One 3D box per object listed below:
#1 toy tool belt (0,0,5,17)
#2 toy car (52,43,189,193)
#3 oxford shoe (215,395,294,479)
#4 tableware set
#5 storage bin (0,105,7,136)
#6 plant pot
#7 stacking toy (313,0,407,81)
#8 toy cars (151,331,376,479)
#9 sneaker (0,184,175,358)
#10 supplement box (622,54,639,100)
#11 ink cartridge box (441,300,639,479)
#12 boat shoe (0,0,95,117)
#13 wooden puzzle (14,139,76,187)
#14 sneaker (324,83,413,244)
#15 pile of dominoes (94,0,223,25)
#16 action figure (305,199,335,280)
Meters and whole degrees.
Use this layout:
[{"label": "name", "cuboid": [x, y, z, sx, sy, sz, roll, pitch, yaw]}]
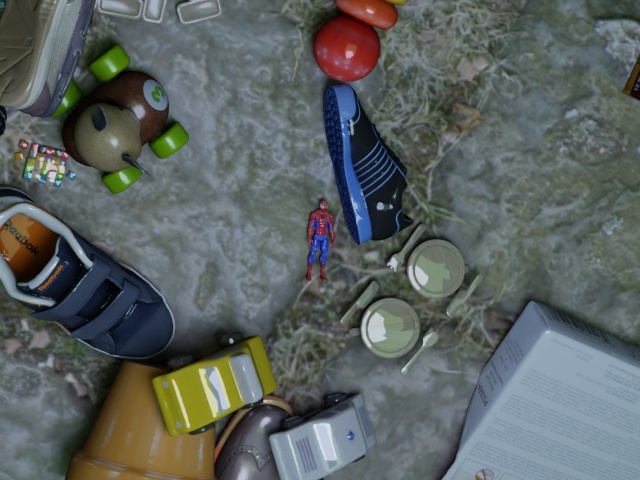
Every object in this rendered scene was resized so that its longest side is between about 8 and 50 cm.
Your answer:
[{"label": "toy tool belt", "cuboid": [-0.390, -0.303, 1.400, 0.052, 0.051, 0.083, -8, 106, -13]}, {"label": "toy car", "cuboid": [-0.248, -0.140, 1.404, 0.149, 0.188, 0.155, -38, 110, -3]}, {"label": "oxford shoe", "cuboid": [-0.100, 0.401, 1.606, 0.130, 0.133, 0.363, 10, 100, -16]}, {"label": "tableware set", "cuboid": [0.131, 0.083, 1.641, 0.128, 0.039, 0.194, 40, 85, -8]}, {"label": "storage bin", "cuboid": [-0.484, -0.171, 1.391, 0.122, 0.084, 0.180, -43, 109, -2]}, {"label": "plant pot", "cuboid": [-0.222, 0.264, 1.519, 0.205, 0.205, 0.187, 15, 84, -18]}, {"label": "stacking toy", "cuboid": [0.082, -0.363, 1.479, 0.141, 0.141, 0.330, 23, 103, -19]}, {"label": "toy cars", "cuboid": [-0.047, 0.228, 1.521, 0.394, 0.087, 0.176, 34, 57, -36]}, {"label": "sneaker", "cuboid": [-0.318, 0.060, 1.471, 0.321, 0.127, 0.126, 39, 90, -21]}, {"label": "supplement box", "cuboid": [0.573, -0.220, 1.598, 0.191, 0.194, 0.129, 21, 98, -19]}, {"label": "ink cartridge box", "cuboid": [0.357, 0.311, 1.751, 0.308, 0.091, 0.385, 23, 113, -19]}, {"label": "boat shoe", "cuboid": [-0.321, -0.285, 1.378, 0.103, 0.092, 0.285, 10, 80, 23]}, {"label": "wooden puzzle", "cuboid": [-0.359, -0.098, 1.482, 0.083, 0.006, 0.049, 14, 100, -17]}, {"label": "sneaker", "cuboid": [0.067, -0.111, 1.557, 0.091, 0.081, 0.232, -17, 114, -13]}, {"label": "pile of dominoes", "cuboid": [-0.198, -0.402, 1.447, 0.196, 0.040, 0.251, 9, 109, -17]}, {"label": "action figure", "cuboid": [0.000, 0.000, 1.591, 0.038, 0.030, 0.115, 2, 101, -10]}]
